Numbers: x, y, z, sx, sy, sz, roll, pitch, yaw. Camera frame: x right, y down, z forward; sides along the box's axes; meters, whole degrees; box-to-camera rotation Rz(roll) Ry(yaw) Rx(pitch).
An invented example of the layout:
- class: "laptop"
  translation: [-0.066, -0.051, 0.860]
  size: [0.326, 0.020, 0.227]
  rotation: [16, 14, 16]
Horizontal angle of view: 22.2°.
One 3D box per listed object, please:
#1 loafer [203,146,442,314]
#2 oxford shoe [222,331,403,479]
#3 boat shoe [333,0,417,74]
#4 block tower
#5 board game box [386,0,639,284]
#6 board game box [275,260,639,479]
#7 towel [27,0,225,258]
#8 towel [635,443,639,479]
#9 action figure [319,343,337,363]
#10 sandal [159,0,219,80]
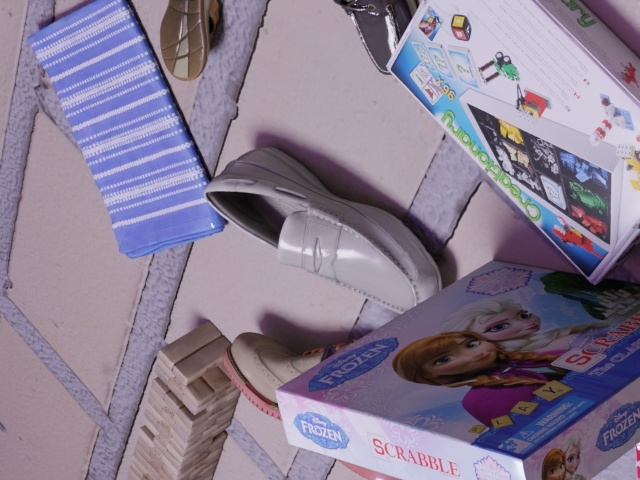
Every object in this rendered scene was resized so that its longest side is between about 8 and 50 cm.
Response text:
- class: "loafer"
  translation: [0.000, 0.000, 1.843]
  size: [0.319, 0.111, 0.112]
  rotation: [31, 136, 35]
- class: "oxford shoe"
  translation: [0.019, 0.170, 1.971]
  size: [0.348, 0.123, 0.130]
  rotation: [27, 108, 39]
- class: "boat shoe"
  translation: [0.037, -0.265, 1.641]
  size: [0.080, 0.073, 0.223]
  rotation: [6, 119, 46]
- class: "block tower"
  translation: [-0.191, 0.262, 2.286]
  size: [0.091, 0.097, 0.335]
  rotation: [45, 143, 23]
- class: "board game box"
  translation: [0.209, -0.129, 1.532]
  size: [0.305, 0.053, 0.193]
  rotation: [48, 139, 16]
- class: "board game box"
  translation: [0.178, 0.125, 1.533]
  size: [0.318, 0.319, 0.066]
  rotation: [9, 119, 48]
- class: "towel"
  translation: [-0.257, -0.143, 2.128]
  size: [0.243, 0.040, 0.336]
  rotation: [-13, 103, 53]
- class: "towel"
  translation: [0.370, 0.299, 1.567]
  size: [0.199, 0.031, 0.275]
  rotation: [6, 98, 58]
- class: "action figure"
  translation: [0.127, 0.203, 1.785]
  size: [0.285, 0.099, 0.185]
  rotation: [17, 91, 5]
- class: "sandal"
  translation: [-0.146, -0.273, 1.896]
  size: [0.072, 0.049, 0.180]
  rotation: [16, 112, 38]
